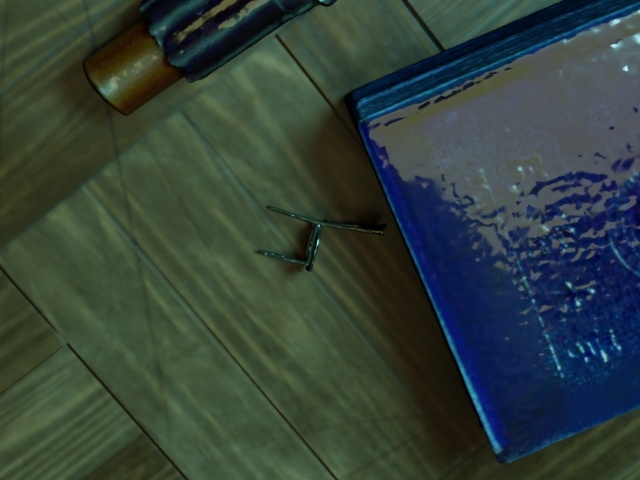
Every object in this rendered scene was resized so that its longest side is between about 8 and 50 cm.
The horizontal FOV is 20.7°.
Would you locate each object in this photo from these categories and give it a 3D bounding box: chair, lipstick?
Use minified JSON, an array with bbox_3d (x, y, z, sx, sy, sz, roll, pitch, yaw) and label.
[{"bbox_3d":[0.000,0.002,1.212,0.086,0.037,0.042,9,93,-3],"label":"chair"},{"bbox_3d":[-0.025,-0.179,1.137,0.300,0.081,0.081,-34,106,7],"label":"lipstick"}]

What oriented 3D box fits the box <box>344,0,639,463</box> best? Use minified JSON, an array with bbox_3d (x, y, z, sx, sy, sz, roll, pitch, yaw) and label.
[{"bbox_3d":[0.194,-0.027,1.187,0.279,0.116,0.261,-23,107,3],"label":"box"}]
